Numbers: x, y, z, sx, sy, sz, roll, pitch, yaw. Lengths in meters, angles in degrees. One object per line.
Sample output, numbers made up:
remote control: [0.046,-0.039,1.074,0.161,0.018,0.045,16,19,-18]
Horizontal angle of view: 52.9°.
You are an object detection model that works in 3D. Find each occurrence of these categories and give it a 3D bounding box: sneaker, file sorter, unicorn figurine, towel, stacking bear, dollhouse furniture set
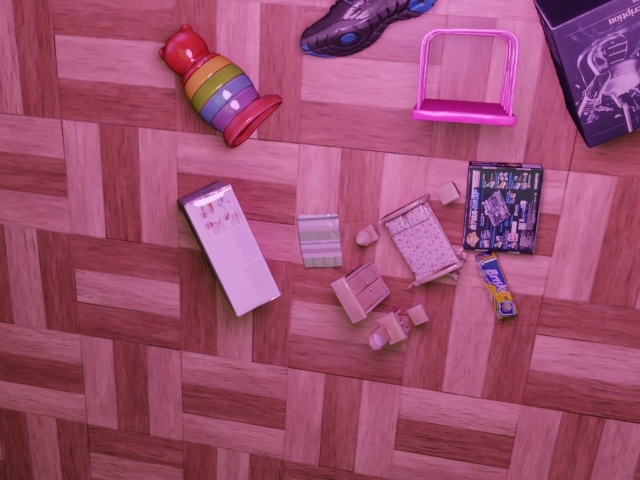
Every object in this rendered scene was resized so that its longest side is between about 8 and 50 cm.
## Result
sneaker: [0.100,-0.533,1.468,0.341,0.125,0.140,-21,76,22]
file sorter: [0.312,-0.359,1.378,0.202,0.291,0.182,6,108,10]
unicorn figurine: [0.308,0.065,1.658,0.111,0.060,0.162,22,119,13]
towel: [0.000,0.000,1.721,0.113,0.023,0.152,-1,112,15]
stacking bear: [-0.262,-0.385,1.564,0.175,0.164,0.289,-41,93,22]
dollhouse furniture set: [0.226,0.077,1.566,0.355,0.174,0.303,-30,90,33]

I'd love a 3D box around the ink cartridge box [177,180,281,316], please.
ink cartridge box: [-0.248,0.009,1.690,0.130,0.272,0.309,-27,105,-12]

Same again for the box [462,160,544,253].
box: [0.444,-0.079,1.580,0.175,0.051,0.220,3,111,11]

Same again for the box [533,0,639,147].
box: [0.645,-0.410,1.288,0.343,0.179,0.312,-22,130,19]

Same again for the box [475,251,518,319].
box: [0.449,0.112,1.645,0.054,0.059,0.169,-21,105,16]
